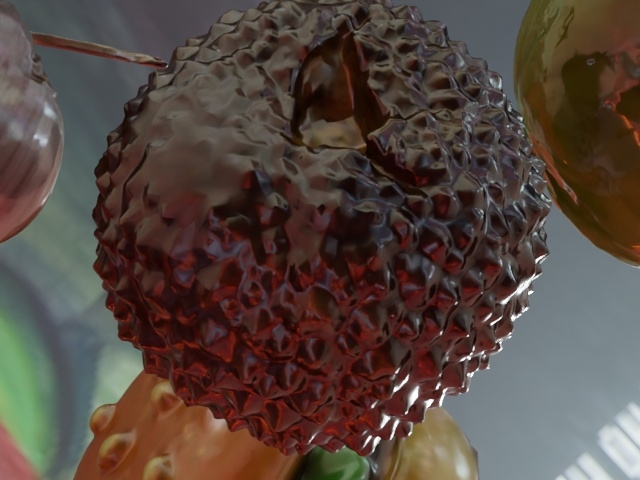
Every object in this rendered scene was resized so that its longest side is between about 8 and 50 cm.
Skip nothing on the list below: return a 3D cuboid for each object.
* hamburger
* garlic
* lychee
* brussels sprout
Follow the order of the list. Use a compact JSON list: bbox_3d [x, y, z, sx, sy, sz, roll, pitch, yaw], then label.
[{"bbox_3d":[-0.068,0.242,1.738,0.396,0.277,0.395,-43,-158,22],"label":"hamburger"},{"bbox_3d":[-0.236,-0.069,1.284,0.257,0.207,0.207,-4,155,-46],"label":"garlic"},{"bbox_3d":[0.000,0.000,1.058,0.267,0.267,0.267,-42,-173,7],"label":"lychee"},{"bbox_3d":[0.320,-0.125,1.487,0.344,0.344,0.268,-40,-172,21],"label":"brussels sprout"}]
